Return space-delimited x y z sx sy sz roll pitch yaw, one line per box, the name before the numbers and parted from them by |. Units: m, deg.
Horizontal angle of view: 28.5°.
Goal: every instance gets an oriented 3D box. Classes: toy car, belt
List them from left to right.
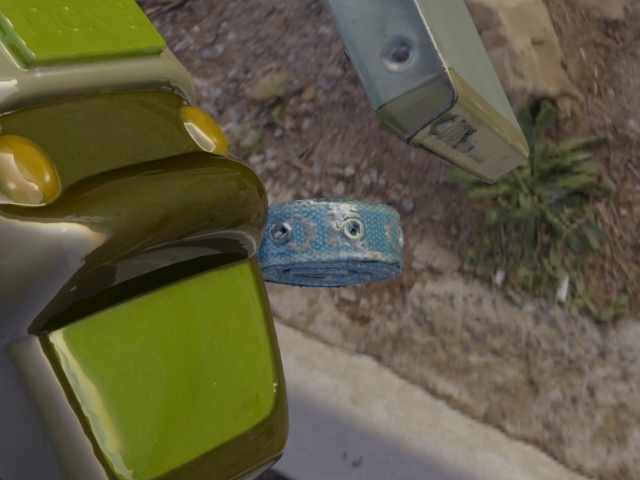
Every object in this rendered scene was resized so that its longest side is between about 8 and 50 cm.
toy car | -0.115 0.053 0.442 0.248 0.204 0.198 -43 77 32
belt | 0.006 0.001 1.264 0.148 0.163 0.082 -10 78 18

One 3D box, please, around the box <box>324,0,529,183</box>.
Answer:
box | 0.037 -0.133 0.647 0.045 0.270 0.210 -26 84 14
